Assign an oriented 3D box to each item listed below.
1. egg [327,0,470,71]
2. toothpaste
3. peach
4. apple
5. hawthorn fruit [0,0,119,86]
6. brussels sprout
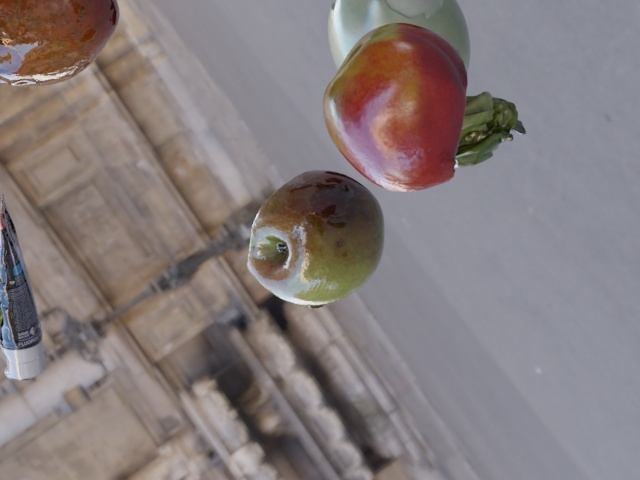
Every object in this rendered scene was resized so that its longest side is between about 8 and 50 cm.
[{"bbox_3d":[0.156,-0.415,2.367,0.278,0.278,0.336,50,173,40],"label":"egg"},{"bbox_3d":[-0.321,0.050,1.223,0.071,0.045,0.193,-117,22,-63],"label":"toothpaste"},{"bbox_3d":[0.103,-0.161,1.422,0.192,0.190,0.190,41,178,-18],"label":"peach"},{"bbox_3d":[0.000,0.000,1.785,0.174,0.188,0.207,1,110,33],"label":"apple"},{"bbox_3d":[-0.461,-0.349,1.738,0.277,0.298,0.277,32,142,29],"label":"hawthorn fruit"},{"bbox_3d":[0.181,-0.151,1.602,0.100,0.181,0.139,63,-167,-14],"label":"brussels sprout"}]
